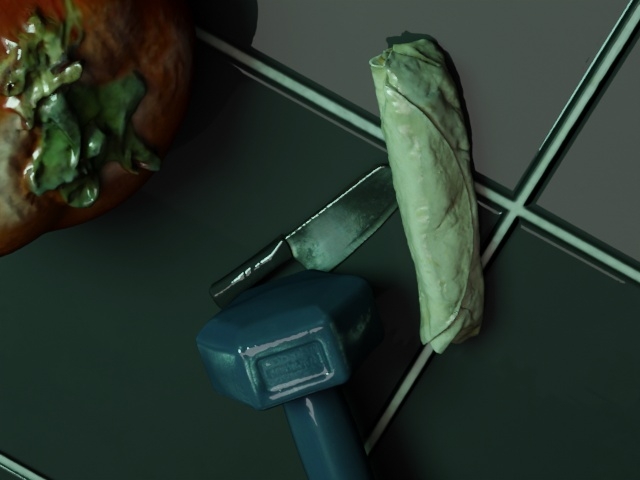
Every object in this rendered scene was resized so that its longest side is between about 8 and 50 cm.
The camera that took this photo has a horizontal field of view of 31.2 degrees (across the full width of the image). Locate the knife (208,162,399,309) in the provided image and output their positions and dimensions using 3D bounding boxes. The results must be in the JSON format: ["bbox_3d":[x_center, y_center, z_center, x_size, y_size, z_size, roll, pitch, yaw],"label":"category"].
[{"bbox_3d":[0.000,0.000,1.024,0.230,0.028,0.060,-37,111,18],"label":"knife"}]

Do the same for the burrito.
[{"bbox_3d":[0.095,-0.030,0.965,0.059,0.082,0.275,13,119,49],"label":"burrito"}]

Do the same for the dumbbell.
[{"bbox_3d":[0.011,0.187,1.011,0.143,0.156,0.316,-9,109,31],"label":"dumbbell"}]

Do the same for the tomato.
[{"bbox_3d":[-0.268,-0.149,0.888,0.321,0.321,0.322,4,110,10],"label":"tomato"}]
